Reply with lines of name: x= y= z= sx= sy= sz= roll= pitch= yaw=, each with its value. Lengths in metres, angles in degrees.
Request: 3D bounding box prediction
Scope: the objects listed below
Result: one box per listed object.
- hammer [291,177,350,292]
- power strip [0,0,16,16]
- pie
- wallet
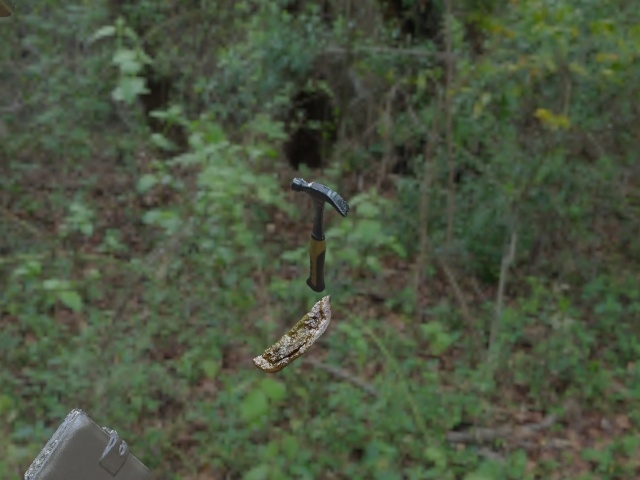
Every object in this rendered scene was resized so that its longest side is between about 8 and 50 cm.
hammer: x=0.000 y=0.000 z=1.579 sx=0.078 sy=0.201 sz=0.021 roll=20 pitch=51 yaw=17
power strip: x=-0.529 y=-0.427 z=1.750 sx=0.066 sy=0.092 sz=0.387 roll=-4 pitch=-8 yaw=2
pie: x=-0.044 y=0.176 z=1.980 sx=0.033 sy=0.191 sz=0.088 roll=39 pitch=26 yaw=-21
wallet: x=-0.269 y=0.278 z=1.392 sx=0.038 sy=0.153 sz=0.118 roll=7 pitch=54 yaw=47
